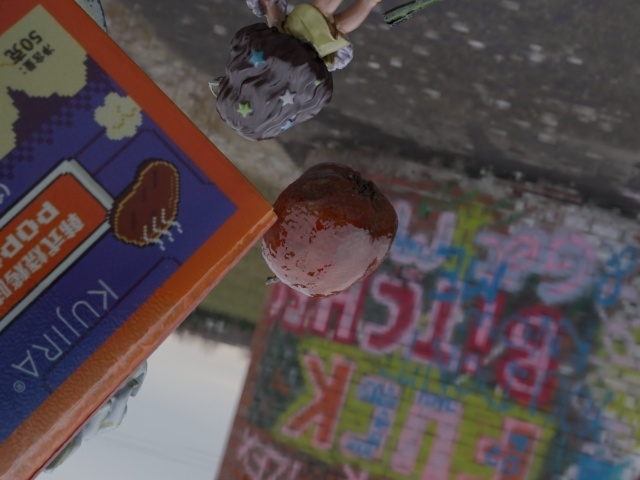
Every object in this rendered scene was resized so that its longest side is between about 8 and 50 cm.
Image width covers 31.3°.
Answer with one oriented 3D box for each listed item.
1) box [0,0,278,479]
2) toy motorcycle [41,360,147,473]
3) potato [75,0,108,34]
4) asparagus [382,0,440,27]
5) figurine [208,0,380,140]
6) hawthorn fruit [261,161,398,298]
[{"bbox_3d":[-0.261,0.035,0.887,0.257,0.349,0.318,46,162,-7],"label":"box"},{"bbox_3d":[-0.271,0.178,1.361,0.074,0.229,0.151,17,139,23],"label":"toy motorcycle"},{"bbox_3d":[-0.304,-0.294,1.351,0.054,0.198,0.119,-27,-127,-23],"label":"potato"},{"bbox_3d":[0.153,-0.314,1.455,0.022,0.023,0.233,-3,173,-35],"label":"asparagus"},{"bbox_3d":[-0.028,-0.224,1.346,0.174,0.240,0.116,37,-175,-35],"label":"figurine"},{"bbox_3d":[0.000,0.000,1.839,0.205,0.253,0.205,32,-153,-18],"label":"hawthorn fruit"}]
